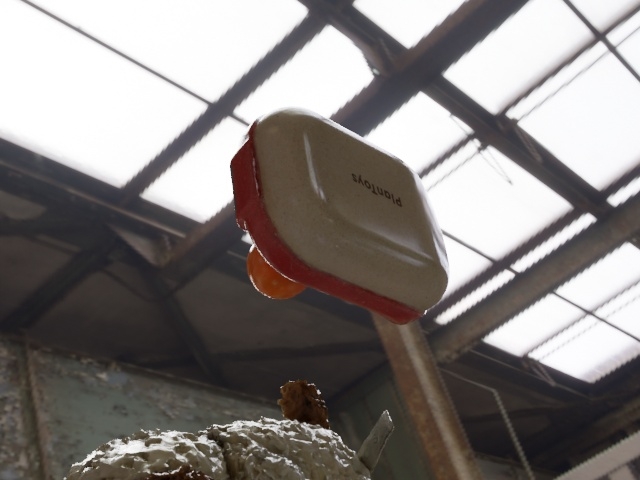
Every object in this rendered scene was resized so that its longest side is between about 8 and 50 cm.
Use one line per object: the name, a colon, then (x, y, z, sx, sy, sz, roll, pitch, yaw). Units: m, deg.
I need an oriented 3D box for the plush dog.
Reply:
plush dog: (-0.082, 0.197, 0.711, 0.262, 0.225, 0.211, -28, -121, 46)

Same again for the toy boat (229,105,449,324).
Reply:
toy boat: (0.000, 0.000, 0.811, 0.151, 0.231, 0.151, -33, -129, 32)
